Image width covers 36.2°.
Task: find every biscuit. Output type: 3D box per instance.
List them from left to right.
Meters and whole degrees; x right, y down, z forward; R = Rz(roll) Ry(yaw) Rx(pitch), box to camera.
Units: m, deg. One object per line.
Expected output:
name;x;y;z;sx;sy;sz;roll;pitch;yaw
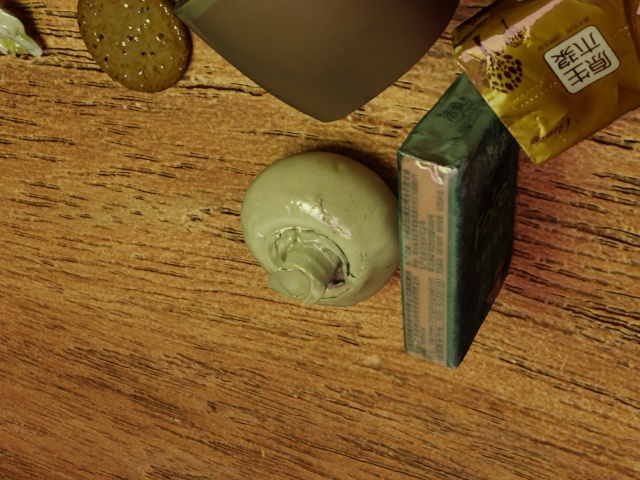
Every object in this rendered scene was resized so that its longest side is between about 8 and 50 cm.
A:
biscuit;-0.273;-0.301;1.429;0.187;0.027;0.188;16;133;18

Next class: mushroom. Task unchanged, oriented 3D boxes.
mushroom;0.000;0.000;1.394;0.246;0.202;0.246;13;139;12

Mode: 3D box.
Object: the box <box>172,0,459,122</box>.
box;0.009;-0.291;1.096;0.216;0.301;0.301;42;136;-22

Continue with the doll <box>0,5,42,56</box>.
doll;-0.528;-0.430;1.395;0.348;0.161;0.423;28;141;-12

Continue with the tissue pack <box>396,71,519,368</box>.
tissue pack;0.175;-0.027;1.243;0.103;0.228;0.316;13;130;22

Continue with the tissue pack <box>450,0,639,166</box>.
tissue pack;0.283;-0.215;1.074;0.226;0.092;0.183;-31;120;25
